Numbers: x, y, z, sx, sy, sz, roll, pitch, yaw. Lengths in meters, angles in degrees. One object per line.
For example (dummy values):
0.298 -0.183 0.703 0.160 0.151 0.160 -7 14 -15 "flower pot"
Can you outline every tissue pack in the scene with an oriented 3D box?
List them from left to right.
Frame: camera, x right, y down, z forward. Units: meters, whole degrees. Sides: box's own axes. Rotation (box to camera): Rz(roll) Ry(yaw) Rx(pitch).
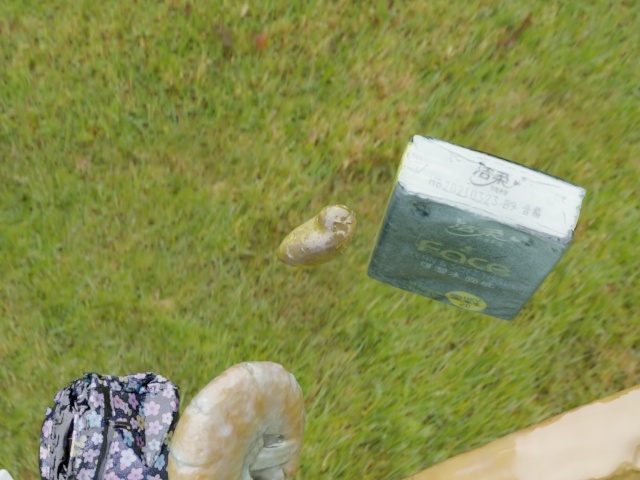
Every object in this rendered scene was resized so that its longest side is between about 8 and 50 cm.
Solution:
0.158 -0.008 1.308 0.185 0.257 0.081 17 68 2 "tissue pack"

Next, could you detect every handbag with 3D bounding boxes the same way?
-0.311 0.304 1.782 0.207 0.126 0.229 9 85 -42 "handbag"

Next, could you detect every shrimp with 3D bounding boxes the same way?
-0.071 0.255 1.217 0.168 0.317 0.077 -27 39 -32 "shrimp"

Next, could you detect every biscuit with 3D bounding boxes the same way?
0.176 0.143 0.788 0.365 0.385 0.062 -18 76 -15 "biscuit"

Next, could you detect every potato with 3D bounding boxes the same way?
0.000 0.000 1.166 0.092 0.045 0.046 -36 71 25 "potato"

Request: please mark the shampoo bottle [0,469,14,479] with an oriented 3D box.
-0.321 0.294 1.250 0.099 0.043 0.072 53 39 -8 "shampoo bottle"
